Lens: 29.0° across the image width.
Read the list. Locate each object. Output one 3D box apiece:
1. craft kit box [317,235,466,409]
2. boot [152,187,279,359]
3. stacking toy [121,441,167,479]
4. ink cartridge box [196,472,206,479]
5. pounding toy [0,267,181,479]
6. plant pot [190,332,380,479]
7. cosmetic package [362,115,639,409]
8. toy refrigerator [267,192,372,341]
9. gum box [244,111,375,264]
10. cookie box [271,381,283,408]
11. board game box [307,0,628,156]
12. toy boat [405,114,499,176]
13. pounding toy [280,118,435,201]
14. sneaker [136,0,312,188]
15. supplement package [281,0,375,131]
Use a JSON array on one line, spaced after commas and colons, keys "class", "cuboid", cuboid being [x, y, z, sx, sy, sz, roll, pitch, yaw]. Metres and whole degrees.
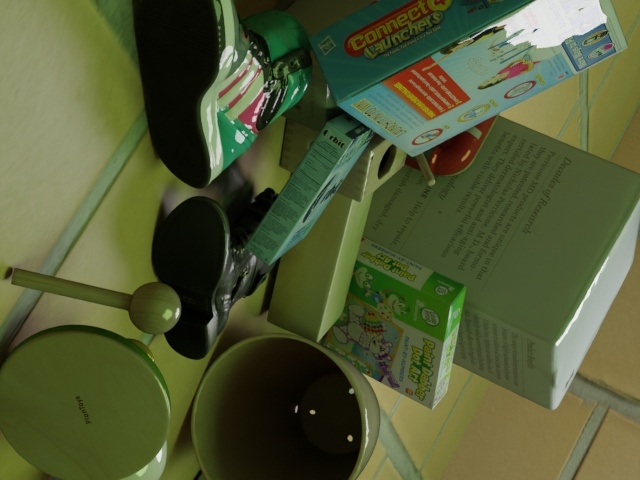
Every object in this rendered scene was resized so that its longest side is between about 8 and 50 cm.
[{"class": "craft kit box", "cuboid": [0.094, 0.117, 1.916, 0.061, 0.247, 0.249, -49, 154, -39]}, {"class": "boot", "cuboid": [-0.112, 0.001, 1.539, 0.229, 0.091, 0.263, -51, 160, -45]}, {"class": "stacking toy", "cuboid": [-0.253, 0.417, 1.441, 0.350, 0.351, 0.479, 21, 78, -70]}, {"class": "ink cartridge box", "cuboid": [-0.104, 0.501, 1.840, 0.395, 0.270, 0.151, -57, 160, -20]}, {"class": "pounding toy", "cuboid": [-0.235, 0.127, 1.291, 0.110, 0.183, 0.236, -81, -177, -66]}, {"class": "plant pot", "cuboid": [-0.015, 0.260, 1.808, 0.256, 0.257, 0.274, -67, 161, 5]}, {"class": "cosmetic package", "cuboid": [0.286, 0.020, 2.062, 0.327, 0.394, 0.329, -58, 159, -18]}, {"class": "toy refrigerator", "cuboid": [0.000, 0.000, 1.780, 0.102, 0.094, 0.269, -46, 154, -56]}, {"class": "gum box", "cuboid": [-0.007, -0.069, 1.492, 0.184, 0.041, 0.157, -55, 175, 20]}, {"class": "cookie box", "cuboid": [-0.070, 0.252, 1.964, 0.091, 0.040, 0.107, -67, 160, 3]}, {"class": "board game box", "cuboid": [0.180, -0.225, 1.410, 0.302, 0.086, 0.308, -26, 165, 14]}, {"class": "toy boat", "cuboid": [0.192, -0.223, 1.908, 0.231, 0.151, 0.151, -62, 156, -10]}, {"class": "pounding toy", "cuboid": [0.080, -0.144, 1.675, 0.206, 0.181, 0.094, -41, 149, -48]}, {"class": "sneaker", "cuboid": [-0.086, -0.201, 1.282, 0.178, 0.124, 0.295, -45, 160, -31]}, {"class": "supplement package", "cuboid": [0.011, -0.235, 1.511, 0.179, 0.105, 0.105, -50, 155, -35]}]
